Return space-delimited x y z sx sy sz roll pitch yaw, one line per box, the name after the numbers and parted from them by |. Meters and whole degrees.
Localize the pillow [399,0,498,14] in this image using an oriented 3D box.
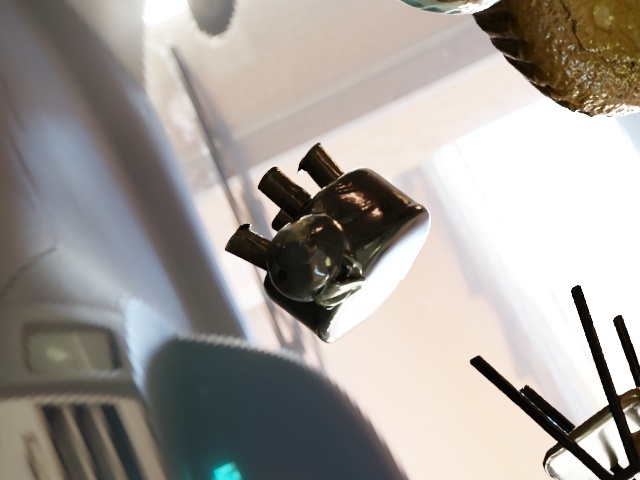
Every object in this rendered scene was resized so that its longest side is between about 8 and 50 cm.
0.078 -0.266 1.084 0.214 0.233 0.086 53 -30 -4 | pillow

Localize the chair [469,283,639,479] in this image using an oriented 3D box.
0.303 0.187 1.582 0.159 0.172 0.247 31 25 -58 | chair

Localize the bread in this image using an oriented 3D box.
0.230 -0.219 1.369 0.139 0.240 0.240 -13 -75 51 | bread

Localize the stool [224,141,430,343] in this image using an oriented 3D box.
0.006 -0.007 1.399 0.139 0.153 0.228 38 -9 15 | stool
